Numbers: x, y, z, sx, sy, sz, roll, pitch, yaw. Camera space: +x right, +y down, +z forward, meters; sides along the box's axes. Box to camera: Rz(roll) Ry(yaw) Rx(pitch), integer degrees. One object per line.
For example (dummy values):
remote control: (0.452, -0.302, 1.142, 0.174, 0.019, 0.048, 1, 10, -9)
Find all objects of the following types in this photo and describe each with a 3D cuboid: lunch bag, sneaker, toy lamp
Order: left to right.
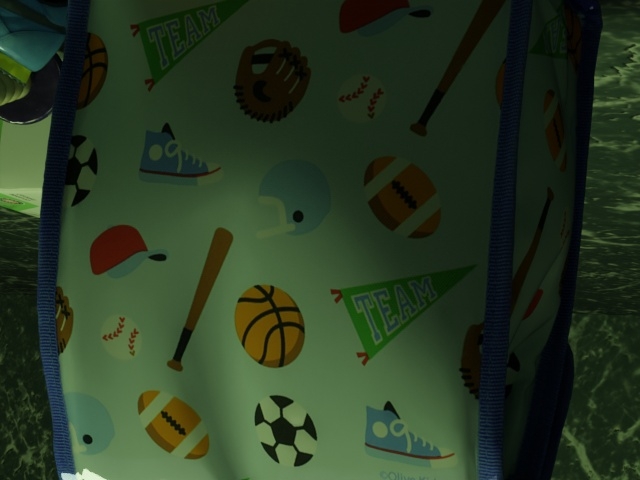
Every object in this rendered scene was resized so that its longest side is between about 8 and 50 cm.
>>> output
sneaker: (-0.262, -0.192, 1.039, 0.209, 0.082, 0.069, 34, -178, -35)
toy lamp: (-0.257, -0.120, 1.201, 0.080, 0.080, 0.275, 6, -168, 2)
lunch bag: (0.000, 0.000, 0.992, 0.328, 0.385, 0.239, 2, 170, 23)

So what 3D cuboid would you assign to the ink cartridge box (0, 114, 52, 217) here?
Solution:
ink cartridge box: (-0.190, -0.081, 1.483, 0.273, 0.115, 0.198, 1, 170, 30)
